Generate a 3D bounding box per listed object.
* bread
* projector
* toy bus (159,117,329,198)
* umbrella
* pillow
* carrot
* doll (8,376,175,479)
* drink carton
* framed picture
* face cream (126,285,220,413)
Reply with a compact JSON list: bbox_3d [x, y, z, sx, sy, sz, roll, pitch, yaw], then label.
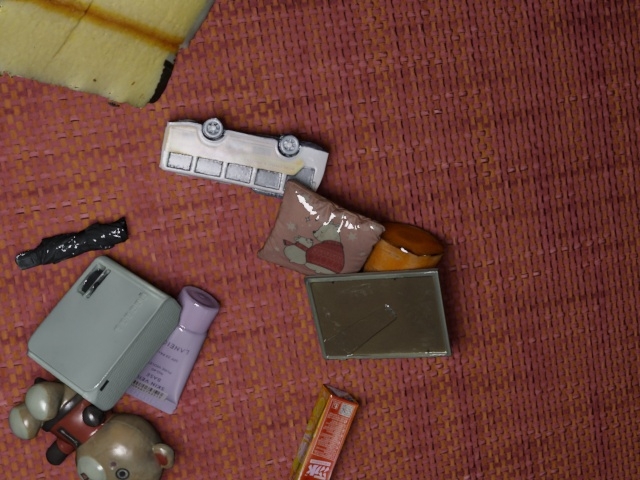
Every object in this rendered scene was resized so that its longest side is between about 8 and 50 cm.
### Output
[{"bbox_3d":[-0.396,-0.423,1.454,0.242,0.405,0.345,29,102,-1],"label":"bread"},{"bbox_3d":[-0.427,0.180,1.542,0.198,0.108,0.250,27,71,24],"label":"projector"},{"bbox_3d":[-0.160,-0.175,1.627,0.343,0.097,0.138,12,95,-11],"label":"toy bus"},{"bbox_3d":[-0.511,0.009,1.596,0.236,0.066,0.059,-18,104,-6],"label":"umbrella"},{"bbox_3d":[0.000,0.000,1.641,0.236,0.084,0.223,25,129,-4],"label":"pillow"},{"bbox_3d":[0.163,0.090,1.693,0.159,0.159,0.225,14,107,-11],"label":"carrot"},{"bbox_3d":[-0.465,0.400,1.593,0.330,0.174,0.235,44,119,-8],"label":"doll"},{"bbox_3d":[0.005,0.440,1.710,0.071,0.096,0.222,22,91,-12],"label":"drink carton"},{"bbox_3d":[0.122,0.161,1.653,0.289,0.016,0.213,-5,115,19],"label":"framed picture"},{"bbox_3d":[-0.319,0.230,1.646,0.154,0.096,0.273,29,102,-14],"label":"face cream"}]
